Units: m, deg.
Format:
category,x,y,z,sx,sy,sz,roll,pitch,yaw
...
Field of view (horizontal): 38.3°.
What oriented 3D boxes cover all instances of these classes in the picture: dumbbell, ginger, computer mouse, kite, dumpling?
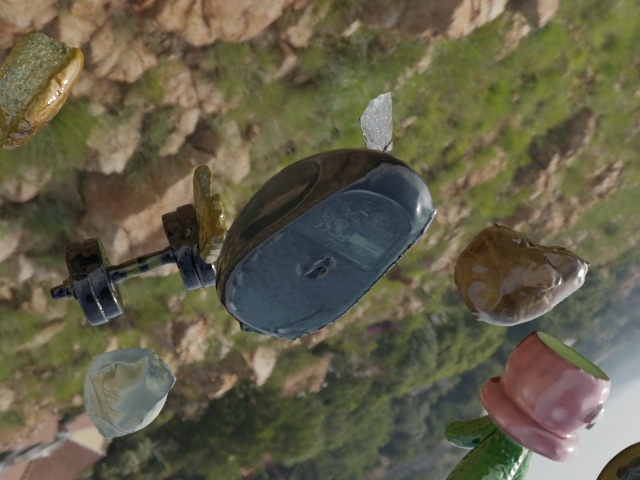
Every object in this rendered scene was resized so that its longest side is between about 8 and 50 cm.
category,x,y,z,sx,sy,sz,roll,pitch,yaw
dumbbell,-0.367,0.049,1.906,0.388,0.185,0.185,-19,160,-7
ginger,0.430,0.091,2.040,0.223,0.269,0.200,-67,170,6
computer mouse,0.002,-0.001,1.220,0.203,0.114,0.374,31,132,-22
kite,0.139,-0.185,2.076,0.152,0.015,0.285,-43,130,-46
dumpling,-0.348,0.262,1.625,0.181,0.155,0.111,-43,-173,-6

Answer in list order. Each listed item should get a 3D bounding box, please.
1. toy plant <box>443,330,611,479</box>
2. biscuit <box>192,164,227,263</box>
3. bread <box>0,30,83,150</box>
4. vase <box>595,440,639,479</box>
category,x,y,z,sx,sy,sz,roll,pitch,yaw
toy plant,0.364,0.349,1.710,0.356,0.210,0.317,-52,155,15
biscuit,-0.191,-0.055,1.592,0.039,0.174,0.183,-3,172,-14
bread,-0.499,-0.255,1.576,0.245,0.121,0.174,-18,-134,55
vase,0.527,0.480,1.371,0.241,0.329,0.302,-4,144,16
